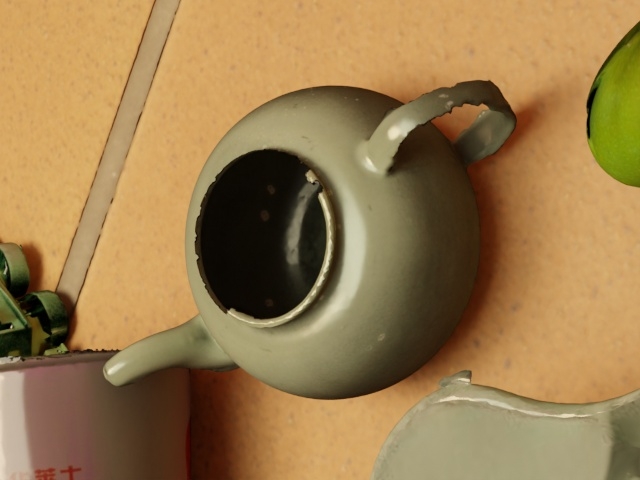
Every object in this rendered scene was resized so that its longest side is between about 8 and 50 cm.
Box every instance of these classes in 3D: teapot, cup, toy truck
[{"bbox_3d":[0.000,0.000,0.881,0.294,0.129,0.193,-42,65,28],"label":"teapot"},{"bbox_3d":[-0.168,0.225,0.974,0.203,0.203,0.288,-15,78,40],"label":"cup"},{"bbox_3d":[-0.321,0.044,1.171,0.259,0.128,0.135,50,132,30],"label":"toy truck"}]

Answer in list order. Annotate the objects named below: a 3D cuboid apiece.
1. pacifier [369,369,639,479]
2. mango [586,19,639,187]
[{"bbox_3d":[0.143,0.205,0.675,0.343,0.269,0.288,-16,103,43],"label":"pacifier"},{"bbox_3d":[0.220,-0.085,0.710,0.233,0.125,0.111,-31,66,61],"label":"mango"}]
